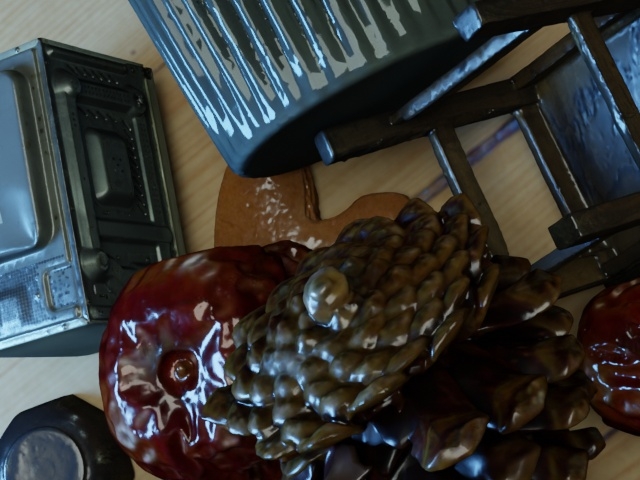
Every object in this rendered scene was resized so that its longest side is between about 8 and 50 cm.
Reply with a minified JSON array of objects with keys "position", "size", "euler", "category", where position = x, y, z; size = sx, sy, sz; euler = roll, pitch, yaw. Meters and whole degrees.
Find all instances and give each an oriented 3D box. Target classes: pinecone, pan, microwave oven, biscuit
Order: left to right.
[{"position":[-0.220,-0.031,1.315],"size":[0.145,0.194,0.240],"euler":[-15,79,24],"category":"microwave oven"},{"position":[-0.225,0.239,1.364],"size":[0.128,0.048,0.202],"euler":[-22,79,12],"category":"pan"},{"position":[0.000,0.000,1.335],"size":[0.192,0.036,0.186],"euler":[-2,82,15],"category":"biscuit"},{"position":[0.061,0.117,0.995],"size":[0.264,0.264,0.264],"euler":[-2,83,16],"category":"pinecone"}]

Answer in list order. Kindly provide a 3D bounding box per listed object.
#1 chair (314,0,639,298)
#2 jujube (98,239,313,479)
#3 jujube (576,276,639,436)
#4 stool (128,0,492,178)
[{"position":[0.248,-0.087,1.213],"size":[0.240,0.416,0.203],"euler":[-43,68,54],"category":"chair"},{"position":[-0.057,0.099,1.208],"size":[0.213,0.232,0.213],"euler":[2,95,25],"category":"jujube"},{"position":[0.337,0.087,1.151],"size":[0.290,0.197,0.197],"euler":[-2,83,29],"category":"jujube"},{"position":[-0.028,-0.251,1.251],"size":[0.297,0.297,0.330],"euler":[-29,82,11],"category":"stool"}]
